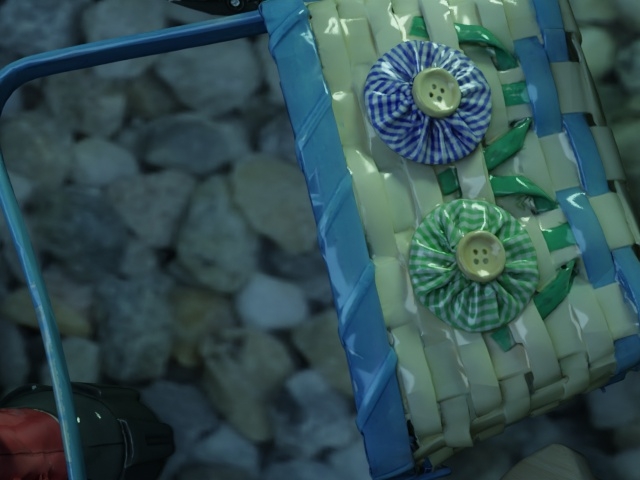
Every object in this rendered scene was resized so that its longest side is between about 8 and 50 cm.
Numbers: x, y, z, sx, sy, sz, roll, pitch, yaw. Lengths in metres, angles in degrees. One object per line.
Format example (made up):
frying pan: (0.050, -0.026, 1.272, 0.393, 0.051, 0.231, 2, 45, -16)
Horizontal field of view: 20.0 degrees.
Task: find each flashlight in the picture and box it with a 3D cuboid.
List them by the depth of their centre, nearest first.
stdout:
flashlight: (-0.164, 0.103, 0.862, 0.103, 0.304, 0.103, 40, 100, 20)

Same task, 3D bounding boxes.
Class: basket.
basket: (0.000, 0.000, 0.852, 0.289, 0.201, 0.255, -18, 80, 5)

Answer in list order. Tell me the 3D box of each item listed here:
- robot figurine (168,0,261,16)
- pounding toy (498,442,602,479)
robot figurine: (-0.094, -0.247, 0.913, 0.291, 0.085, 0.211, 35, 122, -14)
pounding toy: (0.160, 0.191, 0.830, 0.269, 0.155, 0.154, 0, 68, 48)
